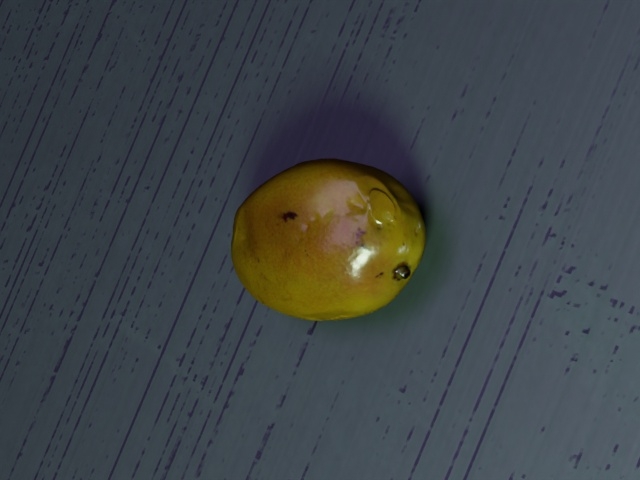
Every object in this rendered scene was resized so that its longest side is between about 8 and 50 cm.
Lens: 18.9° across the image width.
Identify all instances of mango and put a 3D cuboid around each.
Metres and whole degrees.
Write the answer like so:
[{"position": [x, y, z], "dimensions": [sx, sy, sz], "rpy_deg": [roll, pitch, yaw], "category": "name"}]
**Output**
[{"position": [0.000, 0.000, 0.954], "dimensions": [0.114, 0.060, 0.080], "rpy_deg": [2, 89, 37], "category": "mango"}]
